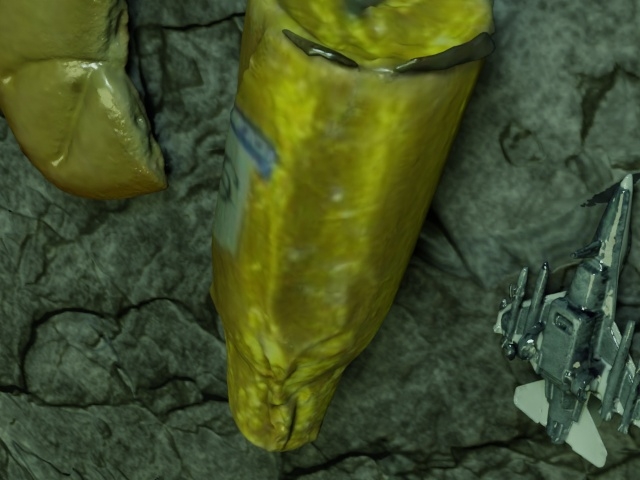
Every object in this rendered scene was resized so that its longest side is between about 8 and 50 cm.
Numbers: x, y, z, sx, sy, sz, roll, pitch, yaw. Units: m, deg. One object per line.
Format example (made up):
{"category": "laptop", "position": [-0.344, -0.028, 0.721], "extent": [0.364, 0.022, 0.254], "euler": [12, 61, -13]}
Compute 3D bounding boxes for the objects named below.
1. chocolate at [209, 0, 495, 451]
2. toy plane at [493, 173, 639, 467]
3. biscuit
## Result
{"category": "chocolate", "position": [0.000, 0.000, 0.989], "extent": [0.162, 0.162, 0.445], "euler": [26, 135, 13]}
{"category": "toy plane", "position": [0.181, 0.063, 0.983], "extent": [0.160, 0.082, 0.234], "euler": [37, 142, 41]}
{"category": "biscuit", "position": [-0.200, -0.152, 1.063], "extent": [0.154, 0.045, 0.299], "euler": [14, 134, 24]}
